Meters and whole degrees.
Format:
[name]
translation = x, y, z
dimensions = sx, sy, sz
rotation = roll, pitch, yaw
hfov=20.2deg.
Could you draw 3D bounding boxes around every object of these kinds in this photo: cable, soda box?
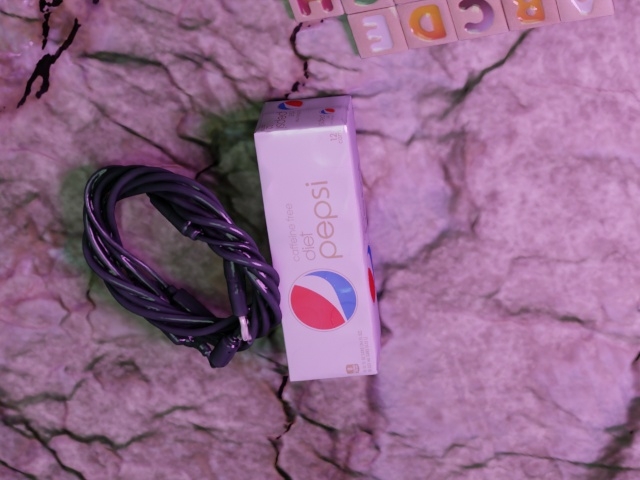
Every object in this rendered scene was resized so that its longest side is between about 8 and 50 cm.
[cable]
translation = -0.113, 0.014, 1.400
dimensions = 0.184, 0.047, 0.150
rotation = 48, 141, -1
[soda box]
translation = 0.000, 0.000, 1.404
dimensions = 0.074, 0.069, 0.216
rotation = -5, 115, 7

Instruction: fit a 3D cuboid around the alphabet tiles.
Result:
[alphabet tiles]
translation = 0.075, -0.228, 1.294
dimensions = 0.237, 0.009, 0.198
rotation = -8, 124, 19
